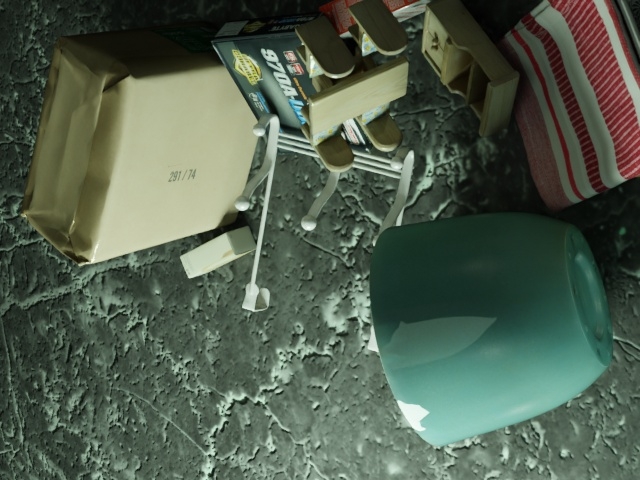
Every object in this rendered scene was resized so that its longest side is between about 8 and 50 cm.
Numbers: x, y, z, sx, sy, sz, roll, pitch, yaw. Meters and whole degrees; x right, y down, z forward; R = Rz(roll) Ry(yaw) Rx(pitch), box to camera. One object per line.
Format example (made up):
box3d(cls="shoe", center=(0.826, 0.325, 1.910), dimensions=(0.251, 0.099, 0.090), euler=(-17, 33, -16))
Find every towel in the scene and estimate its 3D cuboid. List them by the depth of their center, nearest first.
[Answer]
box3d(cls="towel", center=(0.300, -0.171, 1.411), dimensions=(0.329, 0.037, 0.237), euler=(141, 109, -76))

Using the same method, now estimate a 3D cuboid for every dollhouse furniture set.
box3d(cls="dollhouse furniture set", center=(0.105, -0.189, 1.524), dimensions=(0.161, 0.242, 0.212), euler=(58, 165, 27))

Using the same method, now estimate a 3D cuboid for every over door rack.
box3d(cls="over door rack", center=(0.000, 0.000, 1.714), dimensions=(0.239, 0.108, 0.324), euler=(17, 117, 22))

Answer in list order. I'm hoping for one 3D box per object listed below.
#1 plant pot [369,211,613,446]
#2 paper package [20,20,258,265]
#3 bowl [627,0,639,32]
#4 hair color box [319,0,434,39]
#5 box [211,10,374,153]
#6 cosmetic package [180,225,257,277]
box3d(cls="plant pot", center=(0.230, 0.095, 1.505), dimensions=(0.235, 0.293, 0.293), euler=(-16, 91, 25))
box3d(cls="paper package", center=(-0.251, -0.155, 1.771), dimensions=(0.168, 0.325, 0.309), euler=(32, 119, 28))
box3d(cls="bowl", center=(0.368, -0.279, 1.430), dimensions=(0.170, 0.080, 0.170), euler=(10, 107, 35))
box3d(cls="hair color box", center=(0.092, -0.324, 1.620), dimensions=(0.167, 0.093, 0.053), euler=(-15, 92, 38))
box3d(cls="box", center=(-0.031, -0.219, 1.694), dimensions=(0.175, 0.051, 0.220), euler=(3, 137, 36))
box3d(cls="cosmetic package", center=(-0.164, 0.019, 1.916), dimensions=(0.115, 0.060, 0.041), euler=(-25, 86, 40))
